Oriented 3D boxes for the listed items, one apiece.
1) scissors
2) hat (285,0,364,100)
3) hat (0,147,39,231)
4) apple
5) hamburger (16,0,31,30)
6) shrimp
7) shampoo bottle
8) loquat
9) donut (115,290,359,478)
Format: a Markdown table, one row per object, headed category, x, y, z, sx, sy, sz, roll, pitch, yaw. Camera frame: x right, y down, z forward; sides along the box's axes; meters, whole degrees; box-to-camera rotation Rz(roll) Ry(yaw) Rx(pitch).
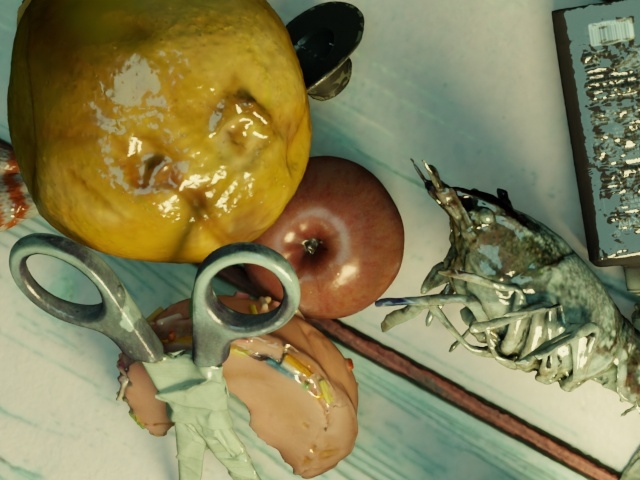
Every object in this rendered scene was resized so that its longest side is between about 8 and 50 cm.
| category | x | y | z | sx | sy | sz | roll | pitch | yaw |
| --- | --- | --- | --- | --- | --- | --- | --- | --- | --- |
| scissors | -0.119 | 0.134 | 1.613 | 0.256 | 0.029 | 0.383 | 4 | 137 | 15 |
| hat | 0.001 | -0.164 | 1.688 | 0.121 | 0.121 | 0.050 | -42 | 127 | 7 |
| hat | -0.301 | -0.046 | 1.727 | 0.162 | 0.093 | 0.112 | -2 | 104 | -12 |
| apple | 0.000 | 0.000 | 1.668 | 0.153 | 0.120 | 0.153 | 0 | 95 | 6 |
| hamburger | -0.251 | -0.198 | 1.722 | 0.076 | 0.044 | 0.083 | -15 | 94 | 7 |
| shrimp | 0.202 | 0.087 | 1.614 | 0.410 | 0.221 | 0.166 | 34 | 98 | -19 |
| shampoo bottle | 0.281 | -0.064 | 1.657 | 0.098 | 0.071 | 0.310 | -9 | 93 | 6 |
| loquat | -0.143 | -0.116 | 1.594 | 0.276 | 0.284 | 0.276 | -3 | 98 | -23 |
| donut | -0.070 | 0.123 | 1.669 | 0.232 | 0.199 | 0.085 | 17 | 52 | 3 |
